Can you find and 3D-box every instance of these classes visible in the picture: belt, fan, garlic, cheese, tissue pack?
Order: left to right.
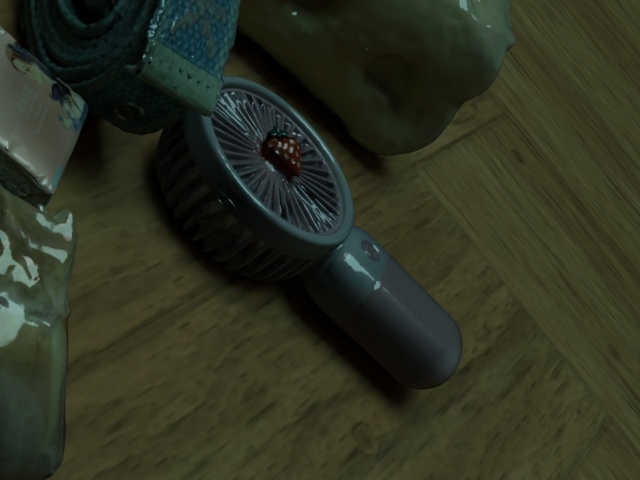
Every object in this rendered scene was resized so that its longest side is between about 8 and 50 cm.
[{"bbox_3d":[-0.177,0.035,0.687,0.174,0.099,0.124,30,53,-26],"label":"garlic"},{"bbox_3d":[-0.170,-0.054,0.828,0.074,0.059,0.094,40,30,-23],"label":"tissue pack"},{"bbox_3d":[-0.112,-0.144,0.939,0.082,0.147,0.163,28,63,-39],"label":"belt"},{"bbox_3d":[0.000,0.000,0.994,0.244,0.074,0.130,44,28,-13],"label":"fan"},{"bbox_3d":[0.013,-0.228,1.194,0.251,0.173,0.248,30,35,-24],"label":"cheese"}]
